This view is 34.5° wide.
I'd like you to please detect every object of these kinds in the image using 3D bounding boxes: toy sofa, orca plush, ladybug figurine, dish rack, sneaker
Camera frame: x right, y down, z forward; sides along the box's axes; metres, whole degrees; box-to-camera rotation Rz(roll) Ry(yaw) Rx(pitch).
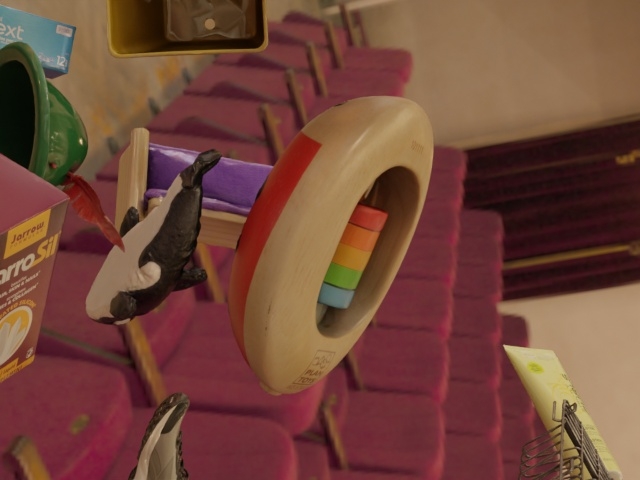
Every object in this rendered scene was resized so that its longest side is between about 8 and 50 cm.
[{"bbox_3d":[-0.129,-0.067,1.616,0.177,0.362,0.150,-36,-131,57],"label":"toy sofa"},{"bbox_3d":[-0.182,0.012,1.260,0.102,0.287,0.151,19,26,-29],"label":"orca plush"},{"bbox_3d":[0.000,0.000,1.428,0.305,0.162,0.449,19,97,-61],"label":"ladybug figurine"},{"bbox_3d":[0.251,0.277,0.984,0.208,0.074,0.271,62,19,-4],"label":"dish rack"},{"bbox_3d":[-0.274,0.391,1.814,0.100,0.108,0.271,-87,-164,-75],"label":"sneaker"}]

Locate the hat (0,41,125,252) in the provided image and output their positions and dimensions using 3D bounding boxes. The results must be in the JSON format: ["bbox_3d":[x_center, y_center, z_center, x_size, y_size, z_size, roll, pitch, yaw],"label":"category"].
[{"bbox_3d":[-0.243,-0.098,1.058,0.183,0.208,0.173,1,74,-39],"label":"hat"}]

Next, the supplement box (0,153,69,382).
[{"bbox_3d":[-0.287,0.036,0.859,0.104,0.081,0.188,-40,156,-55],"label":"supplement box"}]

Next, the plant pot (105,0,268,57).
[{"bbox_3d":[-0.171,-0.357,1.429,0.187,0.212,0.212,-57,145,-83],"label":"plant pot"}]

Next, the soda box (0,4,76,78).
[{"bbox_3d":[-0.436,-0.273,1.352,0.210,0.071,0.067,12,85,-32],"label":"soda box"}]

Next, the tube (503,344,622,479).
[{"bbox_3d":[0.331,0.235,1.408,0.070,0.062,0.240,56,9,-44],"label":"tube"}]
